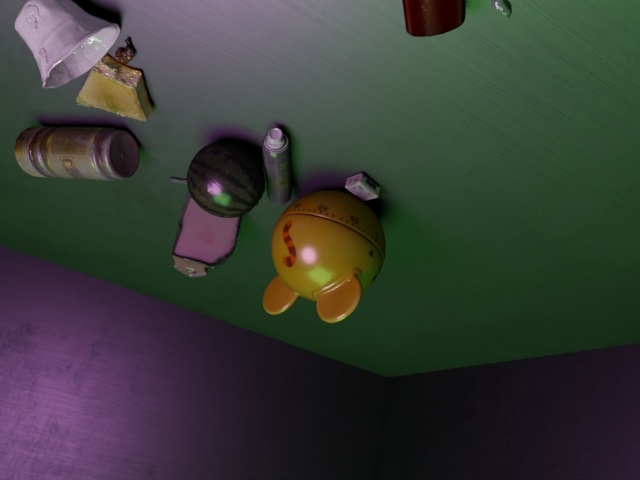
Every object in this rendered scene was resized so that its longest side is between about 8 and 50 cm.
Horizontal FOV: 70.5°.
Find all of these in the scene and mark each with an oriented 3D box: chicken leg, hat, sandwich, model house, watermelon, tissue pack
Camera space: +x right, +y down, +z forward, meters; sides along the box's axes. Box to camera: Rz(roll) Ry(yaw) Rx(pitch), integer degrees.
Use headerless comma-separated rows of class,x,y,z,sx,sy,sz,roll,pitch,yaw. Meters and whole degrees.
chicken leg,-0.442,-0.426,1.030,0.083,0.021,0.036,-16,125,43
hat,-0.534,-0.427,0.937,0.203,0.203,0.126,-19,116,47
sandwich,-0.526,-0.384,1.114,0.193,0.058,0.162,14,151,2
model house,-0.401,0.009,1.621,0.202,0.236,0.237,11,158,-9
watermelon,-0.256,-0.164,1.246,0.212,0.212,0.212,11,153,6
tissue pack,0.119,-0.149,1.276,0.062,0.042,0.083,-15,142,43

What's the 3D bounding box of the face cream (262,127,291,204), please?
face cream,-0.119,-0.201,1.252,0.073,0.073,0.283,12,153,4

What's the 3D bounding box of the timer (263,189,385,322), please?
timer,0.010,0.057,1.334,0.376,0.386,0.376,17,157,8

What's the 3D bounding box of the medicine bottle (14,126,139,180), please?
medicine bottle,-0.710,-0.256,1.333,0.323,0.151,0.151,5,152,17

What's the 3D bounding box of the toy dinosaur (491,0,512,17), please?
toy dinosaur,0.223,-0.423,0.600,0.393,0.092,0.205,6,136,-6

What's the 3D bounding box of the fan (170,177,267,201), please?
fan,-0.331,-0.178,1.462,0.335,0.011,0.229,7,152,12

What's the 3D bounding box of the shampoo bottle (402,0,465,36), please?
shampoo bottle,0.163,-0.439,0.678,0.102,0.064,0.260,-6,148,15
